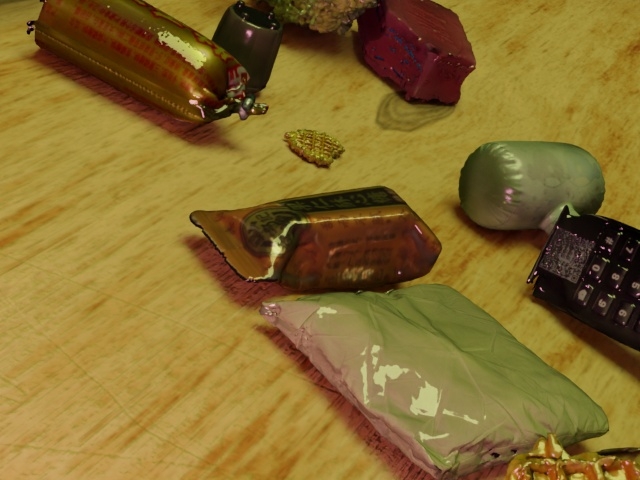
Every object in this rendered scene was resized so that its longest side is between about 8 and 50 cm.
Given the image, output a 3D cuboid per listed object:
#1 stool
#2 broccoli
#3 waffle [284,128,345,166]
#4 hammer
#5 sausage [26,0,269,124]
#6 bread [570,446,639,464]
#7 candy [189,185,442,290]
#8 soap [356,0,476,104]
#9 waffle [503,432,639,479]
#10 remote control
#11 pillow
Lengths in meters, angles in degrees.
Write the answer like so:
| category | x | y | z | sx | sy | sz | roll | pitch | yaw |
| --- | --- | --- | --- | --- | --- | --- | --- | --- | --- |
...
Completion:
| category | x | y | z | sx | sy | sz | roll | pitch | yaw |
| --- | --- | --- | --- | --- | --- | --- | --- | --- | --- |
| stool | -0.103 | -0.259 | 1.948 | 0.096 | 0.110 | 0.096 | 20 | 23 | -9 |
| broccoli | 0.010 | -0.433 | 2.196 | 0.235 | 0.288 | 0.260 | 50 | 30 | 10 |
| waffle | -0.004 | -0.123 | 1.882 | 0.078 | 0.016 | 0.085 | 34 | 28 | 21 |
| hammer | 0.333 | -0.001 | 1.836 | 0.206 | 0.119 | 0.335 | -5 | 44 | -40 |
| sausage | -0.207 | -0.228 | 1.800 | 0.317 | 0.117 | 0.125 | 29 | 21 | 12 |
| bread | 0.497 | 0.188 | 1.376 | 0.346 | 0.405 | 0.242 | 13 | 37 | -45 |
| candy | 0.000 | 0.000 | 1.577 | 0.271 | 0.101 | 0.143 | -2 | 30 | -31 |
| soap | 0.151 | -0.299 | 2.241 | 0.162 | 0.099 | 0.250 | 22 | 26 | -18 |
| waffle | 0.240 | 0.279 | 1.228 | 0.243 | 0.058 | 0.238 | 30 | 46 | 27 |
| remote control | 0.428 | 0.090 | 1.651 | 0.399 | 0.144 | 0.062 | 27 | 2 | 31 |
| pillow | 0.123 | 0.125 | 1.464 | 0.281 | 0.076 | 0.274 | -3 | 35 | -42 |
